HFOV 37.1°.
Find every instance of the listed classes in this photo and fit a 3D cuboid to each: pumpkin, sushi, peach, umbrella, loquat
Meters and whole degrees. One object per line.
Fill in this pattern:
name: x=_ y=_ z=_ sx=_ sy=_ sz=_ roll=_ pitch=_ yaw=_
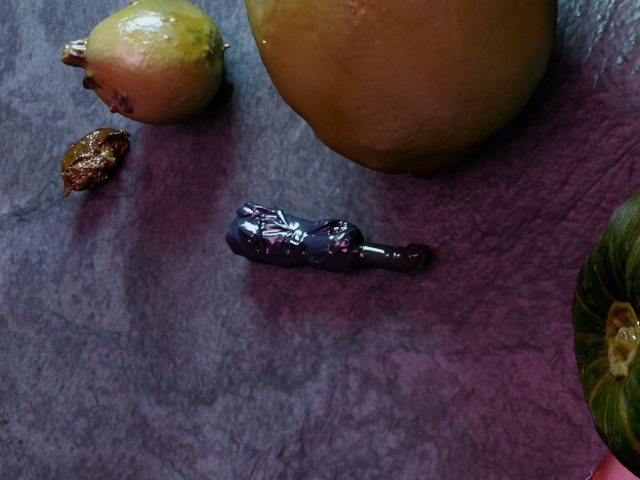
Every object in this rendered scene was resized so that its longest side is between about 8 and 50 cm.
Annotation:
pumpkin: x=0.307 y=0.073 z=0.721 sx=0.189 sy=0.260 sz=0.260 roll=3 pitch=80 yaw=-4
sushi: x=-0.297 y=-0.103 z=1.247 sx=0.118 sy=0.061 sz=0.060 roll=-53 pitch=46 yaw=11
peach: x=0.076 y=-0.230 z=0.896 sx=0.282 sy=0.314 sz=0.315 roll=-10 pitch=76 yaw=15
umbrella: x=0.000 y=0.008 z=1.027 sx=0.248 sy=0.071 sz=0.070 roll=13 pitch=87 yaw=33
loquat: x=-0.206 y=-0.216 z=1.145 sx=0.172 sy=0.205 sz=0.149 roll=-117 pitch=28 yaw=-56

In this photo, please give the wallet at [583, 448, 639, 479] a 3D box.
wallet: x=0.315 y=0.247 z=0.783 sx=0.204 sy=0.045 sz=0.142 roll=34 pitch=96 yaw=33
